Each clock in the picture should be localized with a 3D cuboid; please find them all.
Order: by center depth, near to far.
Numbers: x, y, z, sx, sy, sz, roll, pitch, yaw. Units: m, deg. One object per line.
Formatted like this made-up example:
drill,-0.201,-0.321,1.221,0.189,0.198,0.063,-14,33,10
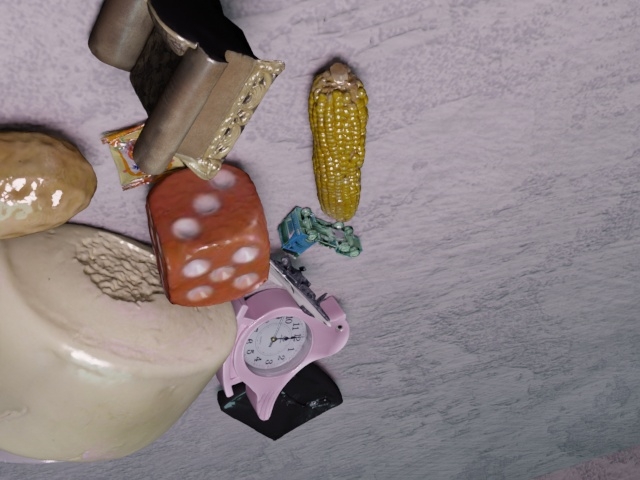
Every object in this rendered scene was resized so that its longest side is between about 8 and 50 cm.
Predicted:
clock,-0.089,0.245,1.473,0.275,0.080,0.290,3,115,-27

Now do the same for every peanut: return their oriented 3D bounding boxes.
peanut,-0.499,-0.096,0.933,0.387,0.170,0.192,7,131,-32

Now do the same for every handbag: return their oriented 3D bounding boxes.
handbag,-0.094,0.378,1.699,0.244,0.088,0.275,-30,136,11

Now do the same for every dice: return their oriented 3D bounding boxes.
dice,-0.186,-0.008,1.130,0.179,0.174,0.175,-14,147,-13

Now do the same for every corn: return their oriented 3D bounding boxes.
corn,0.029,-0.147,1.128,0.097,0.097,0.320,-12,143,-7

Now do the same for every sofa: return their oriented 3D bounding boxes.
sofa,-0.193,-0.223,0.831,0.182,0.258,0.200,1,140,-41

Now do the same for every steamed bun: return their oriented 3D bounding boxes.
steamed bun,-0.397,0.205,1.190,0.455,0.290,0.371,18,122,-33

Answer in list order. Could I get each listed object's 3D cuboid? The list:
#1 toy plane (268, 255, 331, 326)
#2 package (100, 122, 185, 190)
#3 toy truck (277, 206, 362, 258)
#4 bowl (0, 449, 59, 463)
toy plane,-0.049,0.077,1.290,0.082,0.234,0.160,-55,147,-13
package,-0.272,-0.133,1.075,0.108,0.031,0.121,-15,142,-6
toy truck,0.000,0.000,1.313,0.175,0.067,0.081,19,134,-40
bowl,-0.548,0.364,1.438,0.286,0.144,0.287,-8,155,-4
